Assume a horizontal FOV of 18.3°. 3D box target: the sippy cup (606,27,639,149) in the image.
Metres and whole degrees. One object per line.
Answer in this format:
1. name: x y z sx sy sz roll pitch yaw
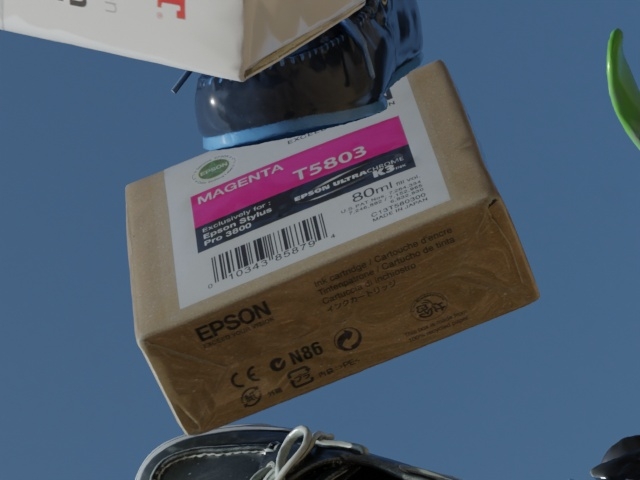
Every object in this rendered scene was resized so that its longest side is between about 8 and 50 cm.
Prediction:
1. sippy cup: 0.385 -0.159 1.515 0.305 0.240 0.224 -28 -62 -8

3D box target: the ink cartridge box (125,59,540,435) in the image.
1. ink cartridge box: 0.000 0.000 1.251 0.235 0.193 0.088 -22 -58 4

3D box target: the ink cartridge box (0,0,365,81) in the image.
1. ink cartridge box: -0.121 -0.196 0.759 0.117 0.283 0.207 -40 -42 -55

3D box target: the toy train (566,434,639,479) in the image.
1. toy train: 0.134 0.140 0.658 0.080 0.184 0.105 -23 -62 4

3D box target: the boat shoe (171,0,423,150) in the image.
1. boat shoe: -0.014 -0.105 0.976 0.109 0.258 0.089 -9 -77 10

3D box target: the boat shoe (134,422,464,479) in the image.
1. boat shoe: -0.006 0.182 1.327 0.105 0.306 0.113 39 -112 -58
